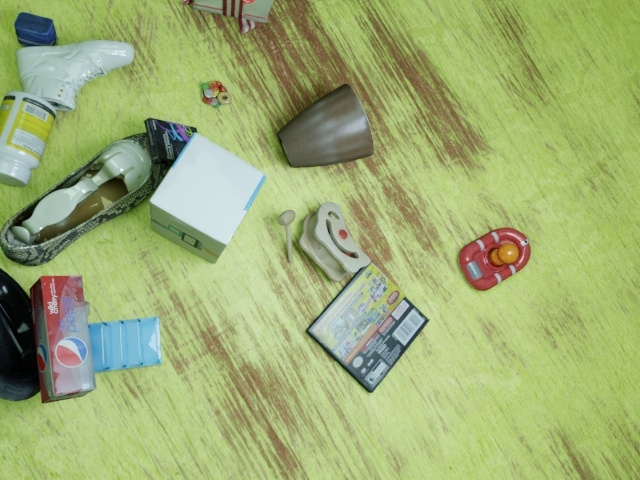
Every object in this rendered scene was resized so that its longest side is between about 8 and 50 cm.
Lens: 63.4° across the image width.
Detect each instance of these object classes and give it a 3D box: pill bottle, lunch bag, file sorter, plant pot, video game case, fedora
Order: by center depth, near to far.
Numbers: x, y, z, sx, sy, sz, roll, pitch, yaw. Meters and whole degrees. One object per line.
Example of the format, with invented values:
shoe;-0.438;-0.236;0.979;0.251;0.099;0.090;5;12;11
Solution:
fedora;-0.732;0.206;1.097;0.152;0.334;0.334;-27;86;1
file sorter;-0.473;0.247;1.238;0.170;0.104;0.118;-4;78;-17
pill bottle;-0.738;-0.246;1.265;0.119;0.119;0.209;14;74;-13
lunch bag;-0.743;-0.545;1.361;0.098;0.065;0.067;12;59;-12
video game case;0.137;0.238;1.455;0.248;0.035;0.275;45;71;-3
plant pot;0.003;-0.296;1.462;0.230;0.215;0.215;-24;85;-5

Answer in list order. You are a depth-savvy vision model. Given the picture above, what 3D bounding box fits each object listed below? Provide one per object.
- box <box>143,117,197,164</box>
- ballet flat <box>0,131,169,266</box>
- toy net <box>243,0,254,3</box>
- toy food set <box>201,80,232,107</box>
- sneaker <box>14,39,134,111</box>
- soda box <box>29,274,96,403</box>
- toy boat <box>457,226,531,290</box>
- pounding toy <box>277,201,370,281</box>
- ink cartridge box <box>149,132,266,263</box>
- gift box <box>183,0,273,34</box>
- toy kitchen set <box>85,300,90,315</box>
box;-0.383;-0.255;1.369;0.162;0.029;0.116;-4;76;-56
ballet flat;-0.552;-0.118;1.257;0.483;0.182;0.164;-43;94;-20
toy net;-0.238;-0.665;1.320;0.232;0.122;0.045;-13;40;-8
toy food set;-0.301;-0.419;1.483;0.082;0.020;0.083;-21;85;-19
sneaker;-0.625;-0.419;1.351;0.292;0.108;0.169;-10;82;-8
soda box;-0.566;0.211;1.133;0.092;0.083;0.263;3;64;-45
toy boat;0.538;0.047;1.552;0.231;0.151;0.151;-26;86;-20
pounding toy;0.000;0.000;1.451;0.269;0.155;0.154;48;41;-11
ink cartridge box;-0.285;-0.090;1.281;0.197;0.270;0.198;30;71;-9
gift box;-0.251;-0.750;1.455;0.255;0.258;0.276;11;97;-13
toy kitchen set;-0.619;0.180;1.255;0.083;0.075;0.068;19;113;22
